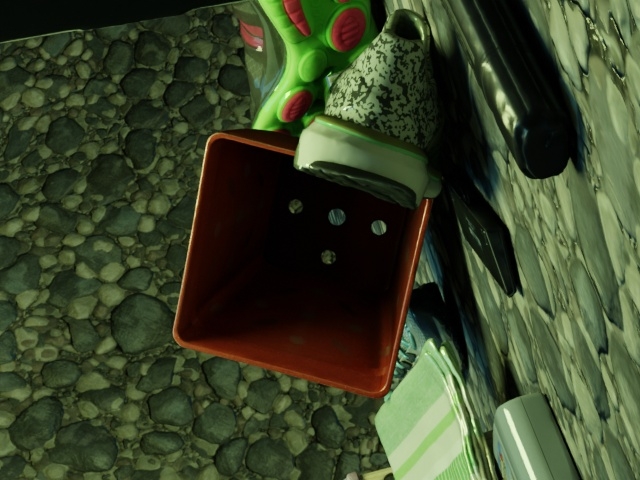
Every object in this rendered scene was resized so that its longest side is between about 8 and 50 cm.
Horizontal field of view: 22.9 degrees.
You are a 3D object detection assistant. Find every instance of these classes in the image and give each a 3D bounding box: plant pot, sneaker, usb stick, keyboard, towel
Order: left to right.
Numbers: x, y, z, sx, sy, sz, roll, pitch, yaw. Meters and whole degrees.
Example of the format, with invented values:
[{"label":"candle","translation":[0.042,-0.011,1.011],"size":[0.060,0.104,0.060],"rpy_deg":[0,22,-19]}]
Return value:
[{"label":"sneaker","translation":[-0.027,-0.288,1.946],"size":[0.483,0.185,0.202],"rpy_deg":[95,155,-58]},{"label":"plant pot","translation":[0.000,0.000,1.921],"size":[0.236,0.267,0.267],"rpy_deg":[-52,-25,-70]},{"label":"sneaker","translation":[0.081,-0.144,1.631],"size":[0.410,0.158,0.182],"rpy_deg":[-72,3,-82]},{"label":"sneaker","translation":[0.122,0.155,2.104],"size":[0.283,0.122,0.110],"rpy_deg":[80,173,-60]},{"label":"towel","translation":[0.141,0.299,1.740],"size":[0.248,0.038,0.325],"rpy_deg":[117,140,-57]},{"label":"keyboard","translation":[0.157,-0.022,1.565],"size":[0.180,0.023,0.108],"rpy_deg":[-117,5,-69]},{"label":"usb stick","translation":[0.126,-0.161,1.198],"size":[0.077,0.045,0.278],"rpy_deg":[67,-177,-51]}]

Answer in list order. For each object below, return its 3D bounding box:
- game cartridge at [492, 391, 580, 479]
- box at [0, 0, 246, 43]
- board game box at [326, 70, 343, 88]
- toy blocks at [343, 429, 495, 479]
[{"label":"game cartridge","translation":[0.230,0.291,1.610],"size":[0.297,0.062,0.198],"rpy_deg":[78,170,-52]},{"label":"box","translation":[-0.235,-0.484,1.556],"size":[0.297,0.479,0.472],"rpy_deg":[107,148,-63]},{"label":"board game box","translation":[0.061,-0.161,1.849],"size":[0.020,0.090,0.090],"rpy_deg":[-130,24,-77]},{"label":"toy blocks","translation":[0.132,0.410,2.004],"size":[0.309,0.260,0.289],"rpy_deg":[93,160,-79]}]
